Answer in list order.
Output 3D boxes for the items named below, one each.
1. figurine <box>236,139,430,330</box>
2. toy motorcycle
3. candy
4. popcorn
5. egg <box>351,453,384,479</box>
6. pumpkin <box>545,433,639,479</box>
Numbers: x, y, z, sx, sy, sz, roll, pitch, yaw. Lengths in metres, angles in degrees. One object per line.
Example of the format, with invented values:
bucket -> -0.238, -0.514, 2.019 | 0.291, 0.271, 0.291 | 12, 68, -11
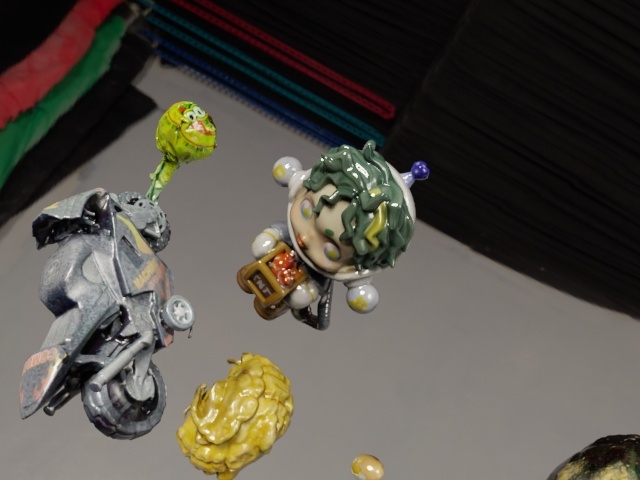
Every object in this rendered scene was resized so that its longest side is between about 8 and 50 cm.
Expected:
figurine -> -0.003, -0.002, 1.004 | 0.382, 0.261, 0.186 | -40, 3, 41
toy motorcycle -> -0.230, 0.054, 0.694 | 0.108, 0.173, 0.307 | -29, 49, 27
candy -> -0.225, -0.074, 0.902 | 0.073, 0.077, 0.262 | 5, -52, -49
popcorn -> -0.166, 0.349, 1.289 | 0.250, 0.190, 0.250 | -55, -1, -1
egg -> 0.122, 0.580, 1.660 | 0.083, 0.071, 0.071 | 9, 64, 46
pumpkin -> 0.693, 0.647, 1.424 | 0.344, 0.454, 0.454 | -43, -13, -50
